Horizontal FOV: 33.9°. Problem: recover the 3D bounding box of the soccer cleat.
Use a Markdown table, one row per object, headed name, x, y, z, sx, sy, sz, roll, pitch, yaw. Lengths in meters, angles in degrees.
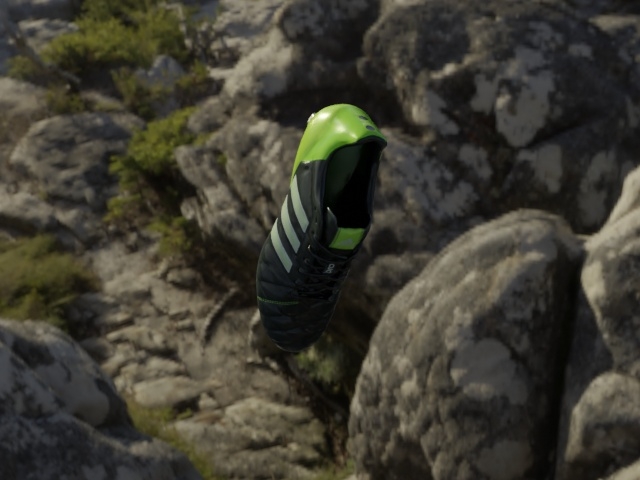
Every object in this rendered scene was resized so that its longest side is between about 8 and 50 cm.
| name | x | y | z | sx | sy | sz | roll | pitch | yaw |
| --- | --- | --- | --- | --- | --- | --- | --- | --- | --- |
| soccer cleat | 0.000 | 0.000 | 0.688 | 0.060 | 0.179 | 0.072 | 4 | 22 | -24 |
